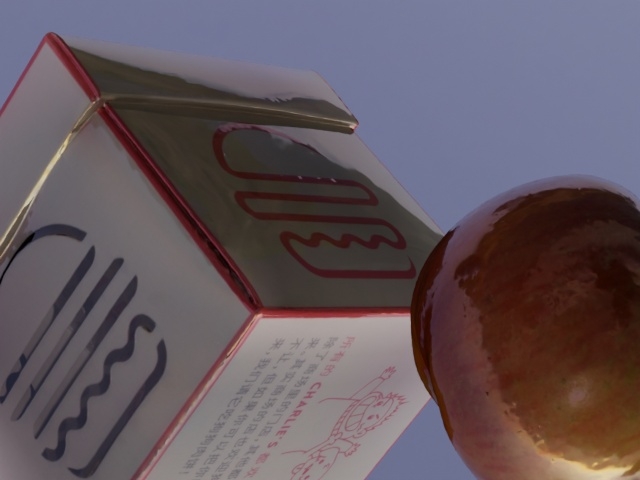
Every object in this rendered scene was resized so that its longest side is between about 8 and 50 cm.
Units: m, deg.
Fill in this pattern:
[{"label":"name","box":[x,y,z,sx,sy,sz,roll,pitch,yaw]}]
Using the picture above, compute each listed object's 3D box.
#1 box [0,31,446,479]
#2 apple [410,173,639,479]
[{"label":"box","box":[-0.104,0.056,1.401,0.312,0.314,0.300,2,-139,-50]},{"label":"apple","box":[0.140,0.069,1.031,0.164,0.209,0.209,-23,-107,-4]}]
